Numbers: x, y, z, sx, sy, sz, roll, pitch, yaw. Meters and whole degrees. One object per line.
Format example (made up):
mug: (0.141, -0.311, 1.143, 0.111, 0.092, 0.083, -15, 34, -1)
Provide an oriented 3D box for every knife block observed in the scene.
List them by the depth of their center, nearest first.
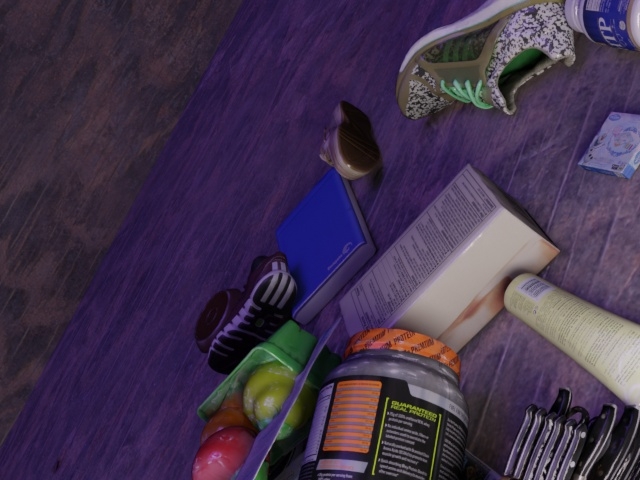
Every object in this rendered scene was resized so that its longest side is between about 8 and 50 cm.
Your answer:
knife block: (0.258, 0.302, 0.825, 0.088, 0.242, 0.275, 11, 115, 63)

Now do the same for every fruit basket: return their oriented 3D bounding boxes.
fruit basket: (-0.100, 0.305, 1.174, 0.327, 0.165, 0.353, -49, 12, 39)

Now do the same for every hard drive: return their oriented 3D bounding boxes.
hard drive: (0.000, 0.000, 1.626, 0.210, 0.040, 0.318, -47, 28, 18)

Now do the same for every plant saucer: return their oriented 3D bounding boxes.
plant saucer: (-0.244, 0.181, 1.858, 0.168, 0.029, 0.168, -39, 32, 30)

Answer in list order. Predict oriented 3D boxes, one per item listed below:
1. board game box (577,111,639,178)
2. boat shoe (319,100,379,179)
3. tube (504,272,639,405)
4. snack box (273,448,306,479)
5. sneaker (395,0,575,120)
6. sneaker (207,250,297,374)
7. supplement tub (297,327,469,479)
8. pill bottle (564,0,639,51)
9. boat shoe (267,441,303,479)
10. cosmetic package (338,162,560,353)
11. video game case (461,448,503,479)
board game box: (0.411, -0.132, 1.093, 0.090, 0.020, 0.090, -58, 26, 0)
boat shoe: (0.051, -0.196, 1.693, 0.098, 0.109, 0.302, -50, 21, 25)
tube: (0.315, 0.110, 0.955, 0.240, 0.062, 0.070, -143, 45, -60)
snack box: (-0.016, 0.369, 1.172, 0.141, 0.100, 0.037, -47, 28, 19)
sneaker: (0.278, -0.291, 1.386, 0.410, 0.158, 0.182, -32, 53, 49)
sneaker: (-0.132, 0.137, 1.617, 0.281, 0.106, 0.162, -52, 22, 27)
supplement tub: (0.074, 0.279, 0.965, 0.194, 0.194, 0.316, -24, 41, 48)
pill bottle: (0.445, -0.336, 1.160, 0.112, 0.112, 0.186, -54, 26, 5)
boat shoe: (-0.112, 0.386, 1.336, 0.183, 0.083, 0.065, -50, 27, 13)
cosmetic package: (0.178, 0.055, 1.160, 0.296, 0.129, 0.153, -47, 29, 18)
video game case: (0.160, 0.360, 0.973, 0.190, 0.022, 0.173, -59, 26, -2)
